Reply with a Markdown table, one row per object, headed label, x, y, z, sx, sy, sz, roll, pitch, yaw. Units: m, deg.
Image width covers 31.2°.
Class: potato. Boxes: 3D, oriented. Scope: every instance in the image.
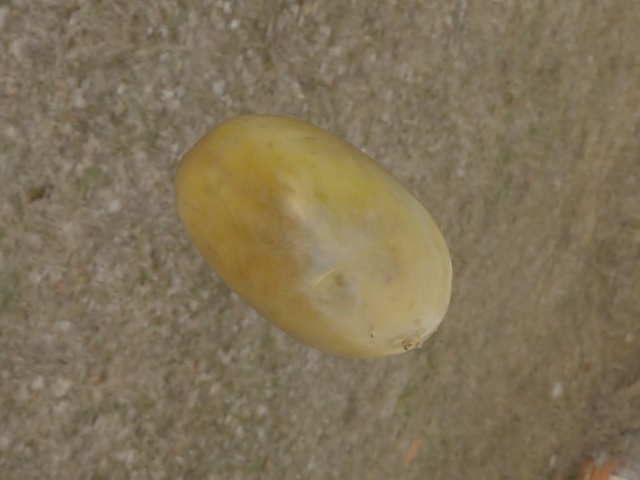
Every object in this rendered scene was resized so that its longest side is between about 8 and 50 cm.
| label | x | y | z | sx | sy | sz | roll | pitch | yaw |
| --- | --- | --- | --- | --- | --- | --- | --- | --- | --- |
| potato | 0.000 | 0.000 | 0.814 | 0.234 | 0.150 | 0.146 | 32 | 34 | -35 |
